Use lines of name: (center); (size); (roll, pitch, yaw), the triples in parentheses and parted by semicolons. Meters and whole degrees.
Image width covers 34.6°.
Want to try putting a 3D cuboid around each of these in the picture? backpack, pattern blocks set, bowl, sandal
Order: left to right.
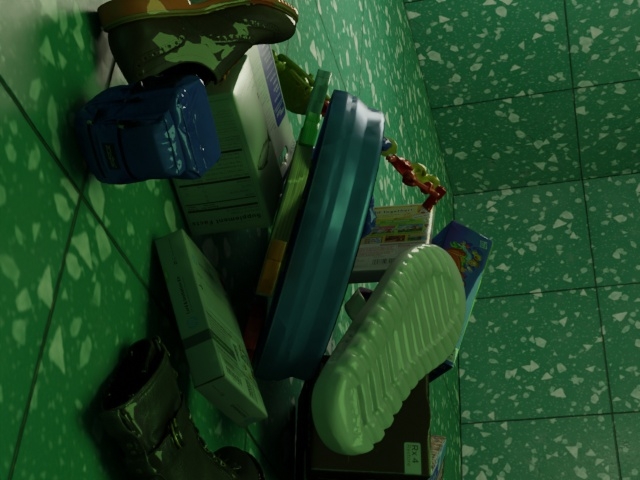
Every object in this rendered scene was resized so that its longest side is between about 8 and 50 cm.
backpack: (-0.172, -0.102, 0.967); (0.101, 0.120, 0.097); (-48, 133, -59)
pattern blocks set: (-0.040, -0.030, 1.243); (0.285, 0.026, 0.324); (-79, -175, -48)
bowl: (0.000, 0.000, 1.348); (0.391, 0.077, 0.391); (-164, -90, -87)
sandal: (0.079, 0.124, 1.364); (0.416, 0.102, 0.169); (-40, 118, -53)

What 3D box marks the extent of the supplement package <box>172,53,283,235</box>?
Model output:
supplement package: (-0.119, -0.110, 1.209); (0.105, 0.105, 0.179); (-81, 160, -55)

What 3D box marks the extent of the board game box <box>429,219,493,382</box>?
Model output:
board game box: (0.140, 0.144, 1.679); (0.233, 0.078, 0.347); (-66, -172, -30)

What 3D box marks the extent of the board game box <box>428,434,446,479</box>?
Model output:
board game box: (0.116, 0.484, 1.693); (0.232, 0.141, 0.290); (-17, 112, -76)

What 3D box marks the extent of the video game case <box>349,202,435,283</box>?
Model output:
video game case: (0.064, 0.006, 1.641); (0.206, 0.227, 0.026); (-74, 156, -58)

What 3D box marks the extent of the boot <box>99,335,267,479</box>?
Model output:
boot: (-0.137, 0.202, 1.045); (0.263, 0.091, 0.229); (-73, 145, -74)

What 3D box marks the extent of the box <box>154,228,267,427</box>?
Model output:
box: (-0.120, 0.098, 1.131); (0.145, 0.038, 0.186); (60, 10, -60)

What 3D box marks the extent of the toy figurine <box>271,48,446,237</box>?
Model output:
toy figurine: (-0.012, -0.110, 1.598); (0.362, 0.217, 0.191); (42, 13, 16)

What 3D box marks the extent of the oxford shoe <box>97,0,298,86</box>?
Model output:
oxford shoe: (-0.122, -0.215, 1.127); (0.271, 0.097, 0.098); (-15, 92, -46)

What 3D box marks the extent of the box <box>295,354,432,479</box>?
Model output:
box: (0.057, 0.278, 1.479); (0.203, 0.167, 0.168); (105, -12, -62)

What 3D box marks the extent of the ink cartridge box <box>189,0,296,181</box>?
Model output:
ink cartridge box: (-0.109, -0.236, 1.400); (0.165, 0.065, 0.332); (-70, 149, -61)
